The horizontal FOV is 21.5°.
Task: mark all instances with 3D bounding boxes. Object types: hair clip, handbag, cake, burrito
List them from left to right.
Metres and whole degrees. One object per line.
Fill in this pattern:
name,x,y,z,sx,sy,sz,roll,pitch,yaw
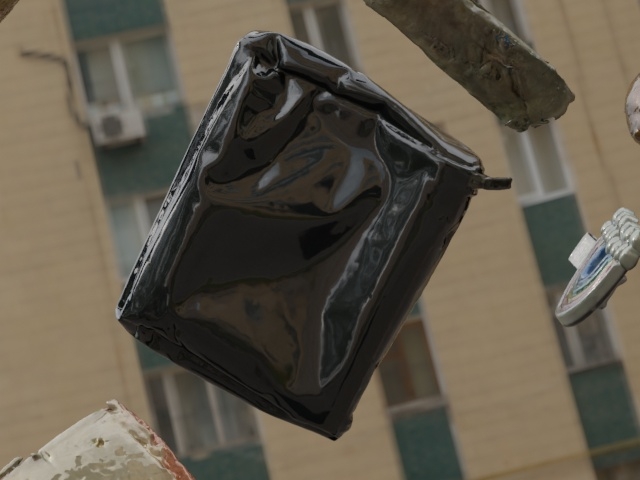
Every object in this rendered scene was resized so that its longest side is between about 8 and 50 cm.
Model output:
cake,-0.108,0.207,0.979,0.109,0.090,0.225,-39,-41,-26
handbag,0.000,0.000,1.495,0.275,0.302,0.178,28,7,15
burrito,0.090,-0.134,1.095,0.051,0.171,0.042,-48,14,16
hair clip,0.306,0.034,1.820,0.140,0.054,0.220,-53,1,11

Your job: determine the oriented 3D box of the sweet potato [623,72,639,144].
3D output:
sweet potato,0.373,-0.119,1.631,0.106,0.095,0.354,-17,13,-15

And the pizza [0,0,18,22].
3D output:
pizza,-0.380,-0.194,1.598,0.292,0.058,0.197,-37,1,28
